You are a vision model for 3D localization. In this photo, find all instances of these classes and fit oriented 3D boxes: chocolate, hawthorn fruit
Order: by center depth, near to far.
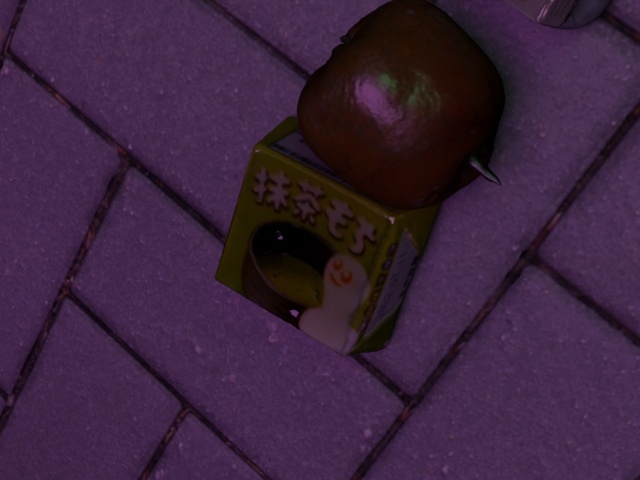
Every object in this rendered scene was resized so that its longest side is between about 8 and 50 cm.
[{"bbox_3d":[0.129,-0.167,1.340,0.301,0.268,0.268,46,120,6],"label":"hawthorn fruit"},{"bbox_3d":[0.000,0.000,1.520,0.301,0.137,0.289,28,115,19],"label":"chocolate"}]

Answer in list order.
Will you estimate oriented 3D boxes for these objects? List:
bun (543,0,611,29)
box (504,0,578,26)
[{"bbox_3d":[0.319,-0.346,1.278,0.140,0.083,0.141,7,105,25],"label":"bun"},{"bbox_3d":[0.224,-0.447,1.255,0.343,0.065,0.200,44,120,31],"label":"box"}]
